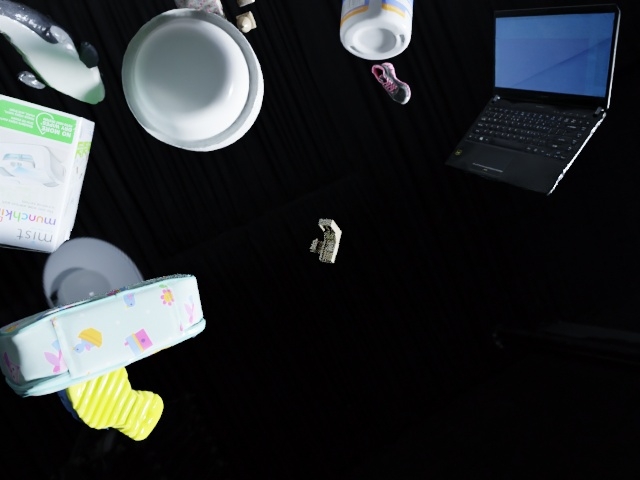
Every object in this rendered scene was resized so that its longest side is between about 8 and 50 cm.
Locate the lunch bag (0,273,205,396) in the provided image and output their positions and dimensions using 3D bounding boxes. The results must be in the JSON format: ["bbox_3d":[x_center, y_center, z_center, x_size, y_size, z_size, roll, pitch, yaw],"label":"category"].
[{"bbox_3d":[-0.328,0.135,0.725,0.279,0.108,0.224,-17,-179,-41],"label":"lunch bag"}]

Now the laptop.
[{"bbox_3d":[0.342,-0.245,0.812,0.264,0.136,0.234,-54,-143,-2],"label":"laptop"}]

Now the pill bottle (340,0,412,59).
[{"bbox_3d":[0.128,-0.556,1.034,0.152,0.272,0.152,6,168,1],"label":"pill bottle"}]

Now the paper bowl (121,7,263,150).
[{"bbox_3d":[-0.268,-0.334,0.991,0.284,0.284,0.148,-24,-173,3],"label":"paper bowl"}]

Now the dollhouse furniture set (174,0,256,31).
[{"bbox_3d":[-0.352,-0.705,1.323,0.355,0.303,0.174,-11,-146,17],"label":"dollhouse furniture set"}]

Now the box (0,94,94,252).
[{"bbox_3d":[-0.500,-0.122,0.853,0.127,0.231,0.262,13,-173,-24],"label":"box"}]

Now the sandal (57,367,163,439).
[{"bbox_3d":[-0.453,0.320,0.970,0.138,0.317,0.126,12,-127,17],"label":"sandal"}]

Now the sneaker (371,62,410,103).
[{"bbox_3d":[0.157,-0.359,1.081,0.057,0.119,0.047,-9,150,-46],"label":"sneaker"}]

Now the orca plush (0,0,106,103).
[{"bbox_3d":[-0.518,-0.369,0.866,0.151,0.102,0.287,-30,154,25],"label":"orca plush"}]

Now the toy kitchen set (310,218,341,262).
[{"bbox_3d":[0.000,0.000,1.144,0.068,0.083,0.075,6,159,23],"label":"toy kitchen set"}]
